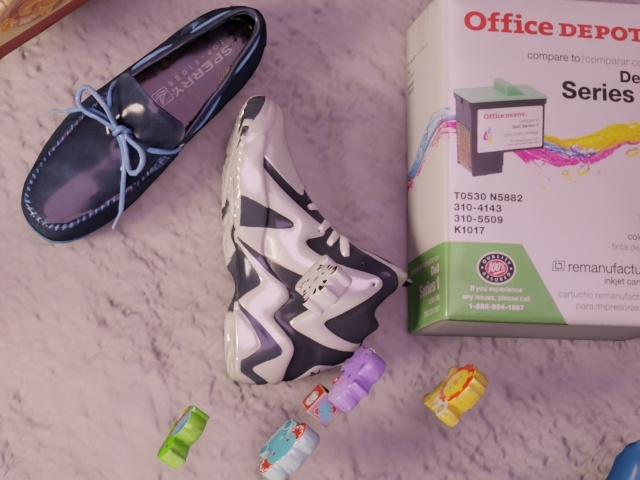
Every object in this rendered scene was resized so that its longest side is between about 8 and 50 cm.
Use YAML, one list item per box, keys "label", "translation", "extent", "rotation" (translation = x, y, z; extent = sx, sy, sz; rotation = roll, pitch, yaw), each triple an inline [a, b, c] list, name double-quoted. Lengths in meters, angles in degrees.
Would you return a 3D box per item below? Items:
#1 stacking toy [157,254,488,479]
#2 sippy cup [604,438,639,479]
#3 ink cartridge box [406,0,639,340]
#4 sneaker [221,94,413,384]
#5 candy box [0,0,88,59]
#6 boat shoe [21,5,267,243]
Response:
- label: "stacking toy"
  translation: [0.001, 0.140, 1.250]
  extent: [0.167, 0.052, 0.221]
  rotation: [41, 94, -20]
- label: "sippy cup"
  translation: [0.315, 0.275, 1.262]
  extent: [0.224, 0.240, 0.305]
  rotation: [27, 67, 5]
- label: "ink cartridge box"
  translation: [0.183, -0.060, 1.337]
  extent: [0.201, 0.117, 0.278]
  rotation: [2, 79, -11]
- label: "sneaker"
  translation: [0.000, 0.000, 1.302]
  extent: [0.153, 0.094, 0.235]
  rotation: [1, 80, -13]
- label: "candy box"
  translation: [-0.294, -0.314, 1.274]
  extent: [0.183, 0.087, 0.316]
  rotation: [-37, 78, -15]
- label: "boat shoe"
  translation: [-0.149, -0.109, 1.292]
  extent: [0.109, 0.089, 0.258]
  rotation: [39, 75, -3]
